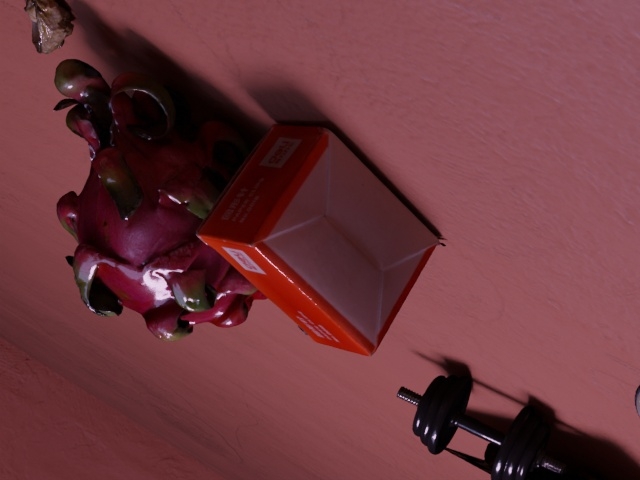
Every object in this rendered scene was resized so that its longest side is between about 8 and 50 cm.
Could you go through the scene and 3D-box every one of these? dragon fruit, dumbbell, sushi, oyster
[{"bbox_3d":[-0.145,-0.039,1.229,0.218,0.272,0.198,9,-164,39],"label":"dragon fruit"},{"bbox_3d":[0.182,0.215,1.481,0.209,0.099,0.099,24,160,19],"label":"dumbbell"},{"bbox_3d":[0.283,0.286,1.558,0.193,0.043,0.279,23,177,-31],"label":"sushi"},{"bbox_3d":[-0.253,-0.211,1.200,0.083,0.038,0.080,-128,22,-54],"label":"oyster"}]

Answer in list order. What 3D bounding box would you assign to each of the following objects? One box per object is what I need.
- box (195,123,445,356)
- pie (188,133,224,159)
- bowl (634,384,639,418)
[{"bbox_3d":[0.000,0.000,1.156,0.182,0.133,0.099,42,162,-34],"label":"box"},{"bbox_3d":[-0.103,-0.057,1.333,0.191,0.033,0.088,41,144,-22],"label":"pie"},{"bbox_3d":[0.351,0.111,0.902,0.238,0.126,0.237,28,162,10],"label":"bowl"}]
